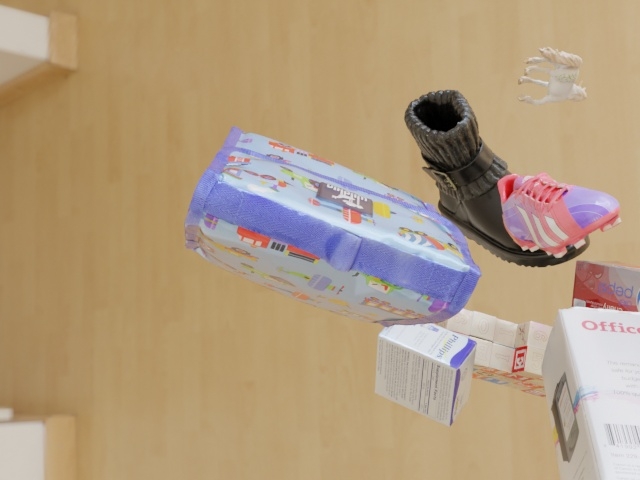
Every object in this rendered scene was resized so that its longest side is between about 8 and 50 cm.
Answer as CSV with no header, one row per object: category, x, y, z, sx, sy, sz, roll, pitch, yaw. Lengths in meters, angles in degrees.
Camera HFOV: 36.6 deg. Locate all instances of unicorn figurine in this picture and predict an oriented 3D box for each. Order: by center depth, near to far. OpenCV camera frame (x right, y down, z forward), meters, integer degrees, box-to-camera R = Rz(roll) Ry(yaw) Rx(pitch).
unicorn figurine,0.357,-0.239,1.463,0.111,0.162,0.060,4,83,3

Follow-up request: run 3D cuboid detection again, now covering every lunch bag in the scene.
lunch bag,0.000,0.000,0.825,0.293,0.221,0.138,-130,61,-83

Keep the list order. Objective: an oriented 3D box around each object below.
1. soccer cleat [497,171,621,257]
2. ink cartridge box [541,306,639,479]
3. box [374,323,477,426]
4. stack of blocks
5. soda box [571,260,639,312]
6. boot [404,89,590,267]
soccer cleat,0.258,-0.038,1.090,0.083,0.248,0.095,-29,91,-4
ink cartridge box,0.402,0.235,1.151,0.306,0.226,0.131,-85,2,-52
box,0.160,0.196,1.485,0.137,0.072,0.126,22,132,25
stack of blocks,0.331,0.193,1.645,0.171,0.297,0.087,142,143,-69
soda box,0.504,0.087,1.461,0.263,0.092,0.083,16,102,63
boot,0.296,-0.110,1.674,0.348,0.131,0.260,24,145,46
